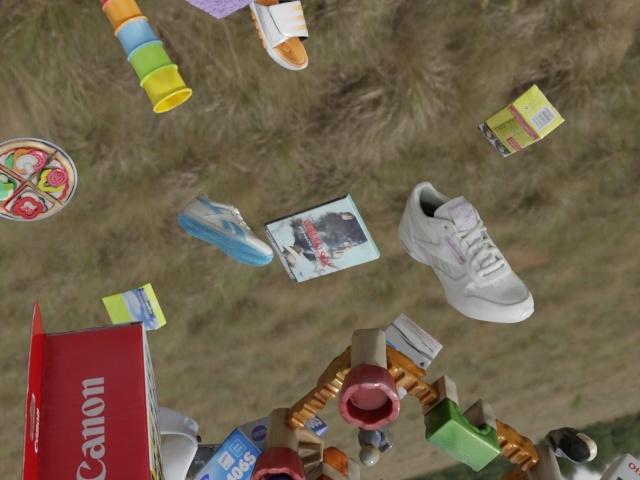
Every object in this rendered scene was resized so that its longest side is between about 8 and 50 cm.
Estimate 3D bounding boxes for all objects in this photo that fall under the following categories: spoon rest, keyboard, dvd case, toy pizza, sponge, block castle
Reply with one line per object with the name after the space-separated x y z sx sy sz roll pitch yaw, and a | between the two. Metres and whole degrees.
-0.278 0.408 1.678 0.084 0.137 0.276 2 147 -1 | spoon rest
-0.272 0.486 1.930 0.023 0.108 0.180 -15 177 -41 | keyboard
0.000 0.000 1.007 0.120 0.087 0.013 -17 -157 28 | dvd case
-0.604 -0.119 1.745 0.201 0.032 0.201 -12 129 -15 | toy pizza
-0.151 -0.402 1.317 0.117 0.031 0.210 -23 177 14 | sponge
0.141 0.376 1.298 0.453 0.212 0.303 36 116 -18 | block castle

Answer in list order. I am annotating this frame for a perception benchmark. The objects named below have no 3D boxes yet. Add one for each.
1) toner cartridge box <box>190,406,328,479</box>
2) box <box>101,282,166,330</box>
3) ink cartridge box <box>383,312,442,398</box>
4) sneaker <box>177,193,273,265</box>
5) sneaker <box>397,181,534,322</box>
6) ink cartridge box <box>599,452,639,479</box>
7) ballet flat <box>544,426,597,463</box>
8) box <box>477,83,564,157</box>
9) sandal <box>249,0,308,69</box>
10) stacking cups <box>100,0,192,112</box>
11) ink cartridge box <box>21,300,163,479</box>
-0.111 0.399 1.552 0.165 0.075 0.348 -51 164 8 | toner cartridge box
-0.447 0.168 2.056 0.178 0.109 0.042 -15 -170 42 | box
0.155 0.204 1.578 0.060 0.104 0.180 -56 170 31 | ink cartridge box
-0.199 -0.026 1.892 0.092 0.229 0.087 -56 173 -34 | sneaker
0.243 0.020 1.448 0.114 0.305 0.152 -28 144 -27 | sneaker
0.571 0.529 1.594 0.208 0.153 0.087 -42 162 -27 | ink cartridge box
0.404 0.321 1.355 0.049 0.057 0.173 -16 172 -6 | ballet flat
0.367 -0.216 1.578 0.058 0.087 0.232 -39 -178 -6 | box
-0.088 -0.461 1.657 0.076 0.265 0.102 -20 -169 40 | sandal
-0.389 -0.436 1.826 0.096 0.316 0.096 -28 178 -1 | stacking cups
-0.253 0.257 0.983 0.130 0.309 0.271 -7 136 -9 | ink cartridge box
